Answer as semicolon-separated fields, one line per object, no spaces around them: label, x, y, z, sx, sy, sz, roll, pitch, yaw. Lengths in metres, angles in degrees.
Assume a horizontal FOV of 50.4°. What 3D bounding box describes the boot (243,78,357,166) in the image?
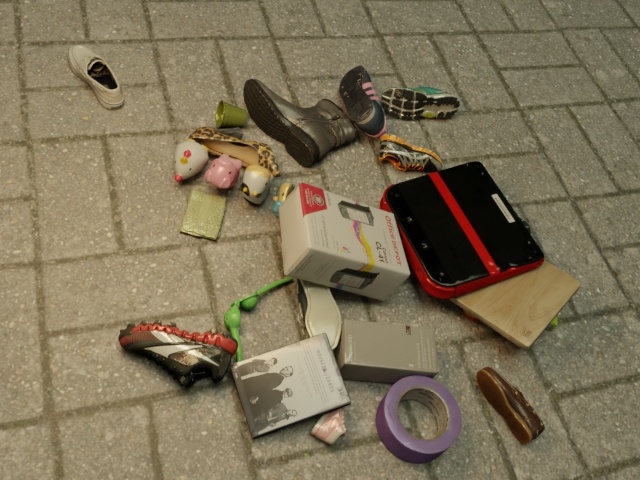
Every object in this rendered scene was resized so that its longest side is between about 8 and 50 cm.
boot;-0.064;-0.387;2.092;0.223;0.118;0.338;-36;82;-35

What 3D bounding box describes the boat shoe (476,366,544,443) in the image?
boat shoe;0.473;0.401;1.696;0.073;0.073;0.207;-24;72;-29

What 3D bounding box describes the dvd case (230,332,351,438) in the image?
dvd case;-0.071;0.334;1.578;0.239;0.029;0.179;-17;67;-8

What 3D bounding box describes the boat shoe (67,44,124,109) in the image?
boat shoe;-0.668;-0.503;2.016;0.096;0.088;0.267;-23;65;-27

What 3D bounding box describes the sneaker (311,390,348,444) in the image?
sneaker;0.042;0.414;1.585;0.070;0.051;0.134;32;62;14

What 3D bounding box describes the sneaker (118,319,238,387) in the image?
sneaker;-0.334;0.264;1.563;0.276;0.097;0.135;9;60;-3

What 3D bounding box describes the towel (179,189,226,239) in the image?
towel;-0.314;-0.071;1.845;0.110;0.027;0.148;13;54;-7

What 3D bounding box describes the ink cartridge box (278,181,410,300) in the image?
ink cartridge box;0.057;0.005;1.756;0.306;0.131;0.226;15;45;-28

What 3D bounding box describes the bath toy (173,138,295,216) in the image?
bath toy;-0.250;-0.170;1.859;0.348;0.151;0.129;22;56;5

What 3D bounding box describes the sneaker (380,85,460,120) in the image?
sneaker;0.322;-0.462;2.256;0.275;0.107;0.110;2;36;-19

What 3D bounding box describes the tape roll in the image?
tape roll;0.230;0.422;1.611;0.189;0.080;0.189;7;54;-10

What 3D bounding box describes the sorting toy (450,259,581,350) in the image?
sorting toy;0.512;0.149;1.831;0.255;0.089;0.257;35;63;27

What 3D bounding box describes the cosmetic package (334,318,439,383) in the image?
cosmetic package;0.159;0.278;1.679;0.238;0.107;0.127;8;55;-14

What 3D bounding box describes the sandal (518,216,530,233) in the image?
sandal;0.410;-0.050;1.967;0.446;0.107;0.167;7;55;-9

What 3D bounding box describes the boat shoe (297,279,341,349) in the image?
boat shoe;-0.012;0.177;1.719;0.095;0.079;0.254;-8;56;-18

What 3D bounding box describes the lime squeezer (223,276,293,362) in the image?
lime squeezer;-0.172;0.179;1.691;0.110;0.059;0.310;24;53;3

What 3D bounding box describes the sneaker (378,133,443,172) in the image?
sneaker;0.274;-0.249;2.098;0.215;0.084;0.083;21;74;0

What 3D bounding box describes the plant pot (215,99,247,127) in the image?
plant pot;-0.265;-0.374;2.044;0.079;0.083;0.083;6;54;-26

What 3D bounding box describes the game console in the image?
game console;0.379;-0.038;1.886;0.342;0.060;0.386;-16;58;-14

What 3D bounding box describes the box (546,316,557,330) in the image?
box;0.612;0.156;1.916;0.109;0.042;0.178;17;54;-2

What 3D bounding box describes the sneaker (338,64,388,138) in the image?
sneaker;0.141;-0.439;2.190;0.131;0.112;0.319;42;28;-36

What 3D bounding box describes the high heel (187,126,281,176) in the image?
high heel;-0.244;-0.239;1.915;0.186;0.093;0.261;-14;44;-42
